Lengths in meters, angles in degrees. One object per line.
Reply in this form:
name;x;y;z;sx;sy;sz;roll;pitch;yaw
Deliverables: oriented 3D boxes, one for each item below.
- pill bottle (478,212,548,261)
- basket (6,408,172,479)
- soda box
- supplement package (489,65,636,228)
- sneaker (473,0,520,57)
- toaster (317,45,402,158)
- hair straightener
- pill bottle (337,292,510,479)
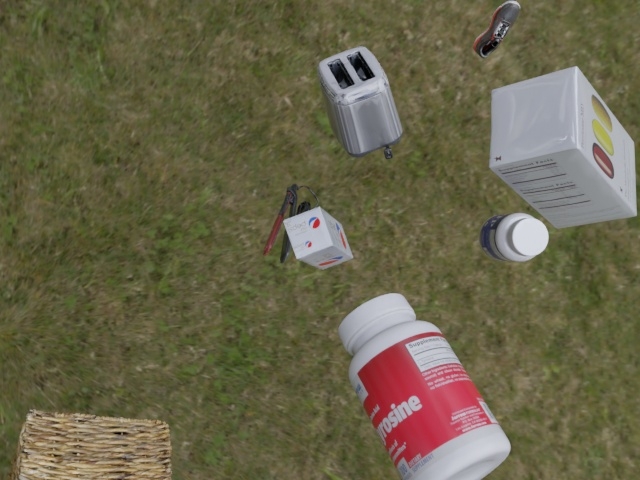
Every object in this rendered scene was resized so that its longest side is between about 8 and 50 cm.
pill bottle;0.442;-0.007;1.830;0.112;0.187;0.112;0;90;-9
basket;-0.461;0.493;1.597;0.299;0.223;0.213;11;38;-23
soda box;0.000;0.000;1.435;0.069;0.216;0.074;-21;79;9
supplement package;0.369;-0.130;1.211;0.244;0.134;0.139;29;59;-46
sneaker;0.442;-0.512;1.979;0.061;0.158;0.065;19;36;-21
toaster;0.073;-0.265;1.537;0.129;0.227;0.146;-21;132;1
hair straightener;-0.055;-0.039;1.747;0.089;0.047;0.230;26;45;-11
pill bottle;0.202;0.322;1.707;0.229;0.229;0.407;-16;57;-23
